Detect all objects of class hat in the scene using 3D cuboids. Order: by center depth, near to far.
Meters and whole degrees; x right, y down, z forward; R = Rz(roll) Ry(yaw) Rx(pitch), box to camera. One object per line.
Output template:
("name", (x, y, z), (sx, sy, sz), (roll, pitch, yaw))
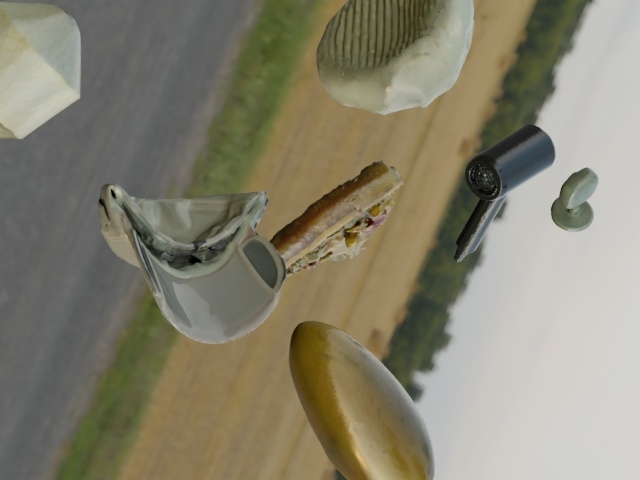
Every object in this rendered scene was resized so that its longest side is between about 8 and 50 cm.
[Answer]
("hat", (-0.158, 0.029, 1.818), (0.164, 0.219, 0.226), (-34, -121, 50))

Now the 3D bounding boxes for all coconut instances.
("coconut", (-0.465, -0.272, 2.383), (0.222, 0.202, 0.202), (-38, 176, 0))

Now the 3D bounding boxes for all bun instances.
("bun", (0.088, -0.192, 1.544), (0.183, 0.102, 0.183), (-27, -140, 25))

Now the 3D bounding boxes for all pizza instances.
("pizza", (0.000, 0.000, 2.429), (0.251, 0.074, 0.287), (-29, 164, -21))

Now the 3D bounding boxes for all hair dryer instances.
("hair dryer", (0.230, -0.044, 2.182), (0.128, 0.070, 0.255), (-30, 155, -41))

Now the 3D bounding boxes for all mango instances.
("mango", (0.041, 0.188, 1.715), (0.113, 0.253, 0.138), (-31, -157, 7))

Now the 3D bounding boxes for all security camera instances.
("security camera", (0.312, -0.056, 1.893), (0.092, 0.058, 0.058), (92, 19, -57))
